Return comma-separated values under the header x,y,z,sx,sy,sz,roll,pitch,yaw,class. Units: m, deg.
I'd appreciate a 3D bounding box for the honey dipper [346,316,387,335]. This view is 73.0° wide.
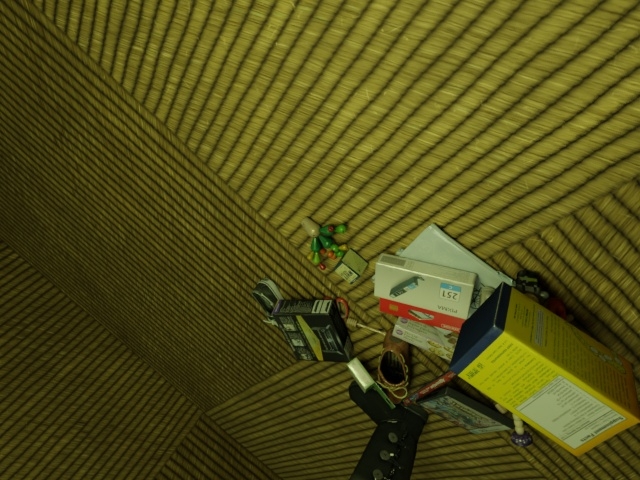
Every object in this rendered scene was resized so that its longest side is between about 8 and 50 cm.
x,y,z,sx,sy,sz,roll,pitch,yaw,class
0.180,0.334,1.665,0.160,0.030,0.031,17,133,18,honey dipper

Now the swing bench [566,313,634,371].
x,y,z,sx,sy,sz,roll,pitch,yaw,class
0.714,0.394,1.270,0.253,0.165,0.255,39,137,-2,swing bench

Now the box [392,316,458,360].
x,y,z,sx,sy,sz,roll,pitch,yaw,class
0.413,0.357,1.506,0.323,0.063,0.067,22,133,16,box

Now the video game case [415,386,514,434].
x,y,z,sx,sy,sz,roll,pitch,yaw,class
0.532,0.644,1.625,0.274,0.035,0.248,27,149,-1,video game case

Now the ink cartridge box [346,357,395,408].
x,y,z,sx,sy,sz,roll,pitch,yaw,class
0.198,0.589,1.740,0.235,0.056,0.171,52,169,21,ink cartridge box

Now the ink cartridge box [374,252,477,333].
x,y,z,sx,sy,sz,roll,pitch,yaw,class
0.319,0.187,1.369,0.296,0.066,0.261,12,128,21,ink cartridge box

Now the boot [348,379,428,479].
x,y,z,sx,sy,sz,roll,pitch,yaw,class
0.206,0.817,1.746,0.366,0.445,0.146,18,133,20,boot

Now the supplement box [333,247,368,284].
x,y,z,sx,sy,sz,roll,pitch,yaw,class
0.104,0.087,1.467,0.083,0.083,0.056,39,136,-2,supplement box

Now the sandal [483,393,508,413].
x,y,z,sx,sy,sz,roll,pitch,yaw,class
0.606,0.510,1.519,0.079,0.088,0.240,-39,109,14,sandal

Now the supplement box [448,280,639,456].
x,y,z,sx,sy,sz,roll,pitch,yaw,class
0.533,0.306,1.055,0.356,0.195,0.194,34,129,8,supplement box

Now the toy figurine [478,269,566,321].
x,y,z,sx,sy,sz,roll,pitch,yaw,class
0.556,0.212,1.206,0.209,0.148,0.213,44,131,-17,toy figurine

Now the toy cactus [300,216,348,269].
x,y,z,sx,sy,sz,roll,pitch,yaw,class
0.000,0.000,1.463,0.180,0.112,0.219,44,146,8,toy cactus

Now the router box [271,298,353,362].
x,y,z,sx,sy,sz,roll,pitch,yaw,class
-0.025,0.365,1.735,0.242,0.081,0.309,-3,130,22,router box

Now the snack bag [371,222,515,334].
x,y,z,sx,sy,sz,roll,pitch,yaw,class
0.370,0.125,1.362,0.323,0.037,0.343,36,134,1,snack bag

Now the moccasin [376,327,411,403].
x,y,z,sx,sy,sz,roll,pitch,yaw,class
0.283,0.508,1.655,0.139,0.147,0.380,18,133,19,moccasin

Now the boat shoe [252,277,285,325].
x,y,z,sx,sy,sz,roll,pitch,yaw,class
-0.183,0.306,1.819,0.113,0.105,0.307,-7,121,37,boat shoe

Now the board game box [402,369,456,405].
x,y,z,sx,sy,sz,roll,pitch,yaw,class
0.425,0.519,1.580,0.027,0.145,0.281,56,141,20,board game box

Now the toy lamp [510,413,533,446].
x,y,z,sx,sy,sz,roll,pitch,yaw,class
0.655,0.554,1.461,0.080,0.080,0.275,-6,101,36,toy lamp

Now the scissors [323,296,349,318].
x,y,z,sx,sy,sz,roll,pitch,yaw,class
0.070,0.336,1.742,0.108,0.021,0.297,10,129,24,scissors

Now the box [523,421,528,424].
x,y,z,sx,sy,sz,roll,pitch,yaw,class
0.736,0.603,1.509,0.083,0.052,0.062,-24,109,44,box
